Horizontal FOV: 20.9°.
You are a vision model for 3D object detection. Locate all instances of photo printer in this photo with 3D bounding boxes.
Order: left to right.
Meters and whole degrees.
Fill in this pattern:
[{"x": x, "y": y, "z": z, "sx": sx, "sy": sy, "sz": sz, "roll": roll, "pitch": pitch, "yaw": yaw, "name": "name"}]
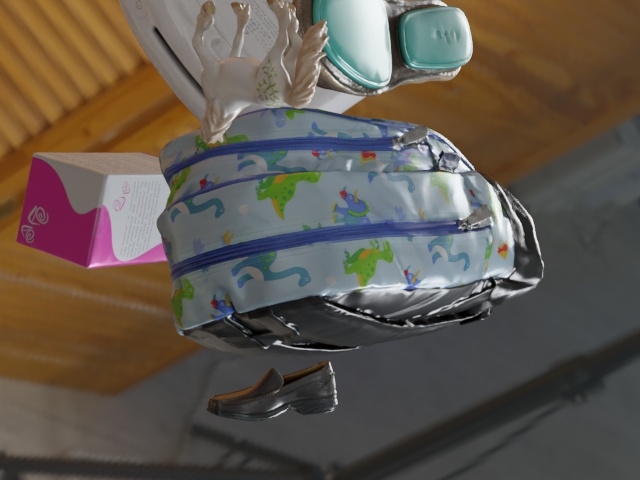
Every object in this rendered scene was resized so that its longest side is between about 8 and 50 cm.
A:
[{"x": -0.070, "y": -0.229, "z": 1.924, "sx": 0.256, "sy": 0.107, "sz": 0.307, "roll": 51, "pitch": 36, "yaw": -1, "name": "photo printer"}]

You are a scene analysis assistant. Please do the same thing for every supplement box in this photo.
[{"x": -0.239, "y": -0.039, "z": 2.039, "sx": 0.220, "sy": 0.114, "sz": 0.111, "roll": -4, "pitch": 110, "yaw": -62, "name": "supplement box"}]

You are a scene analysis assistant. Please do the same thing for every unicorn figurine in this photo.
[{"x": -0.059, "y": -0.127, "z": 1.327, "sx": 0.060, "sy": 0.162, "sz": 0.111, "roll": -3, "pitch": 96, "yaw": -32, "name": "unicorn figurine"}]

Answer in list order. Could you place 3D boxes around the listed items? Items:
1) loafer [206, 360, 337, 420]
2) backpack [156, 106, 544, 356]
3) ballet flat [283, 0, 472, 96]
[{"x": -0.061, "y": 0.185, "z": 2.147, "sx": 0.170, "sy": 0.062, "sz": 0.061, "roll": -6, "pitch": 103, "yaw": -26, "name": "loafer"}, {"x": 0.000, "y": 0.000, "z": 1.606, "sx": 0.355, "sy": 0.290, "sz": 0.273, "roll": -25, "pitch": 104, "yaw": -55, "name": "backpack"}, {"x": 0.030, "y": -0.177, "z": 1.585, "sx": 0.316, "sy": 0.106, "sz": 0.107, "roll": 1, "pitch": 84, "yaw": -60, "name": "ballet flat"}]
